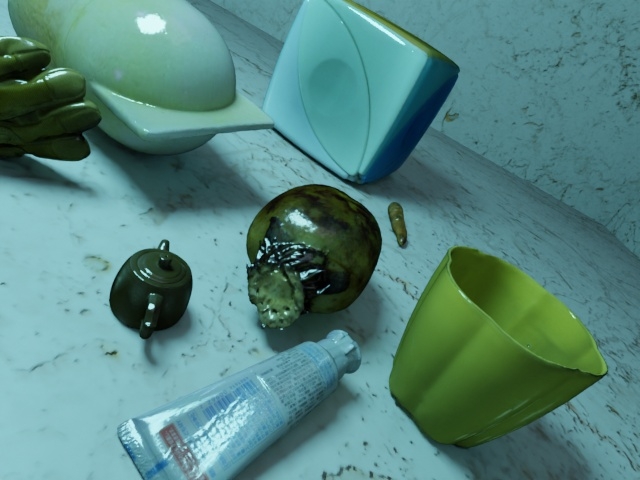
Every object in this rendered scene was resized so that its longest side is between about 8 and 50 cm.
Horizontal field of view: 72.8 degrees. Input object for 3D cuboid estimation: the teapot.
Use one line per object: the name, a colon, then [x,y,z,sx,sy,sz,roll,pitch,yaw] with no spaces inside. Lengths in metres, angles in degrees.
teapot: [-0.164,0.046,0.431,0.076,0.068,0.121,18,29,-23]

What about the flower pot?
flower pot: [0.181,0.133,0.504,0.195,0.179,0.195,22,28,-12]

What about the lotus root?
lotus root: [0.000,0.000,0.591,0.169,0.141,0.314,37,26,3]

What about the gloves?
gloves: [-0.417,-0.196,0.486,0.331,0.154,0.141,39,59,-13]

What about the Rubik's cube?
Rubik's cube: [0.105,-0.382,1.116,0.347,0.351,0.352,38,30,14]

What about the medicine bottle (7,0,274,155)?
medicine bottle: [-0.277,-0.275,0.679,0.406,0.235,0.236,43,29,23]

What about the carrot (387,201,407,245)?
carrot: [0.168,-0.038,0.944,0.036,0.035,0.165,24,30,-12]

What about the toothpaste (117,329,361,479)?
toothpaste: [-0.052,0.146,0.399,0.089,0.057,0.234,43,36,26]
